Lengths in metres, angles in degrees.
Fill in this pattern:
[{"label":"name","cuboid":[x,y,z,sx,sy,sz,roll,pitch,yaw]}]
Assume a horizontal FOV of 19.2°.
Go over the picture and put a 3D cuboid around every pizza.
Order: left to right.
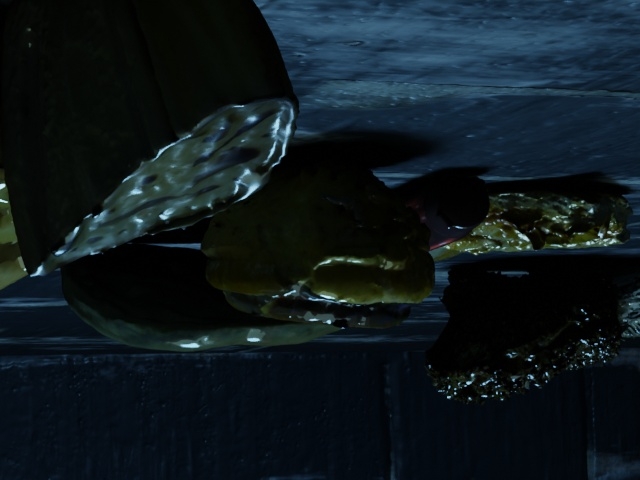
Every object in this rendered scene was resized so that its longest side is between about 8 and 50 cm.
[{"label":"pizza","cuboid":[0.203,-0.016,1.658,0.182,0.062,0.161,2,170,-18]}]

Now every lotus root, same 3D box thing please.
[{"label":"lotus root","cuboid":[-0.077,-0.068,0.904,0.159,0.135,0.095,-21,165,30]}]

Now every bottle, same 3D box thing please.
[{"label":"bottle","cuboid":[0.095,-0.021,1.612,0.060,0.060,0.164,0,172,-18]}]

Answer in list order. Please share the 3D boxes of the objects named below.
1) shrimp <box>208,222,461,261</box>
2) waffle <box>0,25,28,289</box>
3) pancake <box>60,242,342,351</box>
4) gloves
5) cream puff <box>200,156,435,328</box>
[{"label":"shrimp","cuboid":[0.050,-0.002,1.786,0.287,0.068,0.185,-9,-177,-39]},{"label":"waffle","cuboid":[-0.239,-0.032,0.993,0.224,0.098,0.328,-27,167,30]},{"label":"pancake","cuboid":[-0.116,0.053,1.810,0.294,0.049,0.294,6,-166,-2]},{"label":"gloves","cuboid":[0.261,0.097,2.248,0.312,0.135,0.210,-22,-153,-36]},{"label":"cream puff","cuboid":[0.000,0.000,1.459,0.189,0.129,0.189,3,180,0]}]
